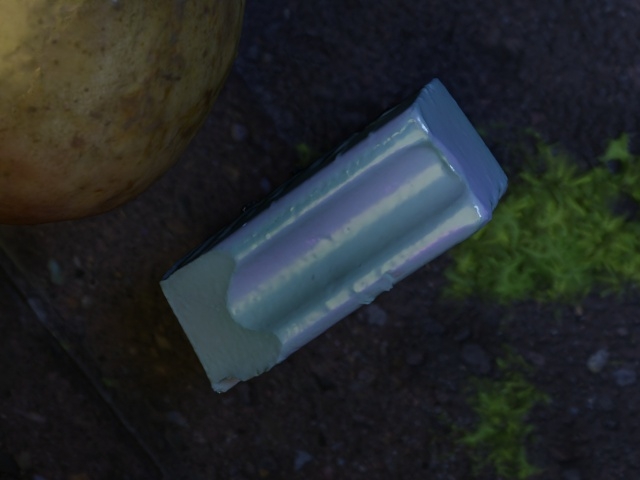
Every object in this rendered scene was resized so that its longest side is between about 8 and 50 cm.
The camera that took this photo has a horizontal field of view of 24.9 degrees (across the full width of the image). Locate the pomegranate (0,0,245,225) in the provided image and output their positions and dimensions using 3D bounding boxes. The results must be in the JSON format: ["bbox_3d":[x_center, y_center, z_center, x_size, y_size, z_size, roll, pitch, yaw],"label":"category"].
[{"bbox_3d":[-0.169,-0.144,0.816,0.281,0.281,0.281,5,115,11],"label":"pomegranate"}]

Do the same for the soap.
[{"bbox_3d":[0.000,0.000,0.919,0.230,0.145,0.091,-34,94,19],"label":"soap"}]
